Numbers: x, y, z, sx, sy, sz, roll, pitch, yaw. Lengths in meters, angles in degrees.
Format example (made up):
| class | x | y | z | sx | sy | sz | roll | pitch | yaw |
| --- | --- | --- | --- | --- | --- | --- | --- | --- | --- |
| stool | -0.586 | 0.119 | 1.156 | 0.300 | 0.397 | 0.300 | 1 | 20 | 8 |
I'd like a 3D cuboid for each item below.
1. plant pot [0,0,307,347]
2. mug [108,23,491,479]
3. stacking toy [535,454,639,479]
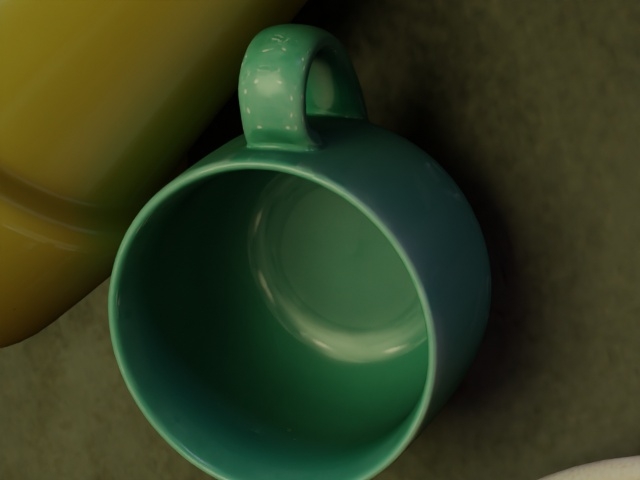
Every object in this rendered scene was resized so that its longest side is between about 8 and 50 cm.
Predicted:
| class | x | y | z | sx | sy | sz | roll | pitch | yaw |
| --- | --- | --- | --- | --- | --- | --- | --- | --- | --- |
| plant pot | -0.109 | -0.123 | 0.748 | 0.239 | 0.254 | 0.254 | -36 | 69 | 22 |
| mug | 0.005 | 0.008 | 0.726 | 0.129 | 0.097 | 0.158 | 37 | 118 | 7 |
| stacking toy | 0.004 | 0.259 | 0.507 | 0.350 | 0.480 | 0.351 | 5 | 97 | 43 |
